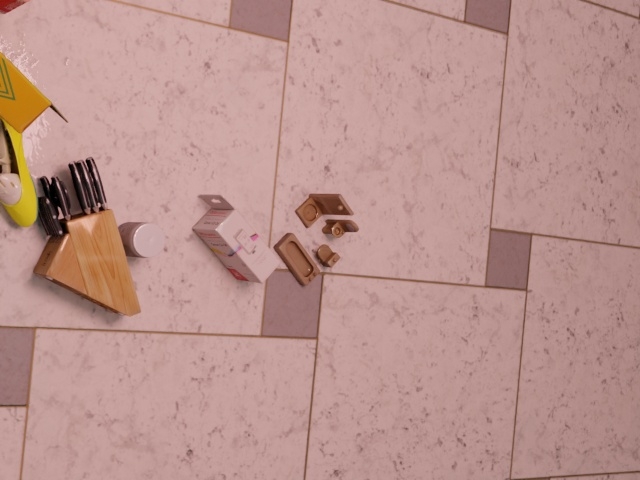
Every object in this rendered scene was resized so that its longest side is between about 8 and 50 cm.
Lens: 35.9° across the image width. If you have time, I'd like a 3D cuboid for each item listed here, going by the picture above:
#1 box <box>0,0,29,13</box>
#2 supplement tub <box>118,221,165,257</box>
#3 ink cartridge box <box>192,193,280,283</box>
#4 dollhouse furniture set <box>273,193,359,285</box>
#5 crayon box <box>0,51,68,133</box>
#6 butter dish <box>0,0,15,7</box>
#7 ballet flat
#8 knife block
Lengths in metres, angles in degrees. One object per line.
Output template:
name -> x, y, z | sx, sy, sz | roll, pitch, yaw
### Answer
box -> -0.642, -0.521, 1.696 | 0.299, 0.154, 0.142 | 19, 81, -34
supplement tub -> -0.356, -0.001, 1.935 | 0.071, 0.107, 0.071 | -2, 93, -34
ink cartridge box -> -0.187, -0.004, 2.043 | 0.067, 0.115, 0.198 | -49, 115, -22
dollhouse furniture set -> 0.000, 0.000, 2.162 | 0.151, 0.123, 0.144 | -45, 115, -23
crayon box -> -0.585, -0.309, 1.670 | 0.081, 0.202, 0.318 | -46, 138, -5
butter dish -> -0.529, -0.474, 1.613 | 0.160, 0.160, 0.118 | 61, 42, -23
ballet flat -> -0.574, -0.136, 1.798 | 0.077, 0.077, 0.231 | -14, 97, -67
knife block -> -0.431, -0.013, 1.896 | 0.275, 0.088, 0.242 | 32, 75, -30
